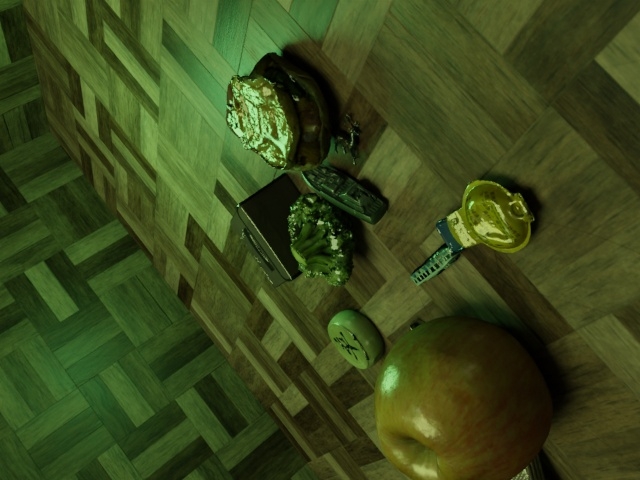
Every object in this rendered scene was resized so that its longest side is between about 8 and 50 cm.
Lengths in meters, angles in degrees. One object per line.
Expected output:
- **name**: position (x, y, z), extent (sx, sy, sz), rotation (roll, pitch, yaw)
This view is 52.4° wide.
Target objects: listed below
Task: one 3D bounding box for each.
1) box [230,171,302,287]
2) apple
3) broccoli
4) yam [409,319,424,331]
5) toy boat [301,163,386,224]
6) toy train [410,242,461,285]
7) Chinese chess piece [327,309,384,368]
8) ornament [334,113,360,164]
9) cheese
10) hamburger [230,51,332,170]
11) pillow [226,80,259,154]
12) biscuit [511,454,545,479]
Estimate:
- **box**: position (-0.113, -0.023, 1.839), extent (0.252, 0.188, 0.153), rotation (53, 151, -1)
- **apple**: position (0.298, 0.359, 1.416), extent (0.391, 0.346, 0.391), rotation (34, 143, 30)
- **broccoli**: position (0.001, -0.003, 1.682), extent (0.198, 0.176, 0.226), rotation (2, 146, 42)
- **yam**: position (0.259, 0.332, 1.784), extent (0.045, 0.045, 0.327), rotation (9, 138, 14)
- **toy boat**: position (0.045, -0.126, 1.565), extent (0.260, 0.078, 0.085), rotation (35, 165, 33)
- **toy train**: position (0.262, 0.048, 1.447), extent (0.047, 0.043, 0.207), rotation (51, 153, 7)
- **Chinese chess piece**: position (0.104, 0.299, 1.960), extent (0.188, 0.083, 0.188), rotation (38, 150, 26)
- **ornament**: position (0.059, -0.235, 1.475), extent (0.073, 0.028, 0.125), rotation (37, 151, 31)
- **cheese**: position (0.308, -0.037, 1.243), extent (0.157, 0.064, 0.250), rotation (59, 150, -3)
- **hamburger**: position (-0.089, -0.298, 1.534), extent (0.285, 0.134, 0.265), rotation (46, 155, 29)
- **pillow**: position (-0.200, -0.319, 1.753), extent (0.179, 0.075, 0.171), rotation (45, 151, 21)
- **biscuit**: position (0.491, 0.588, 1.578), extent (0.108, 0.061, 0.239), rotation (-28, 70, 56)
